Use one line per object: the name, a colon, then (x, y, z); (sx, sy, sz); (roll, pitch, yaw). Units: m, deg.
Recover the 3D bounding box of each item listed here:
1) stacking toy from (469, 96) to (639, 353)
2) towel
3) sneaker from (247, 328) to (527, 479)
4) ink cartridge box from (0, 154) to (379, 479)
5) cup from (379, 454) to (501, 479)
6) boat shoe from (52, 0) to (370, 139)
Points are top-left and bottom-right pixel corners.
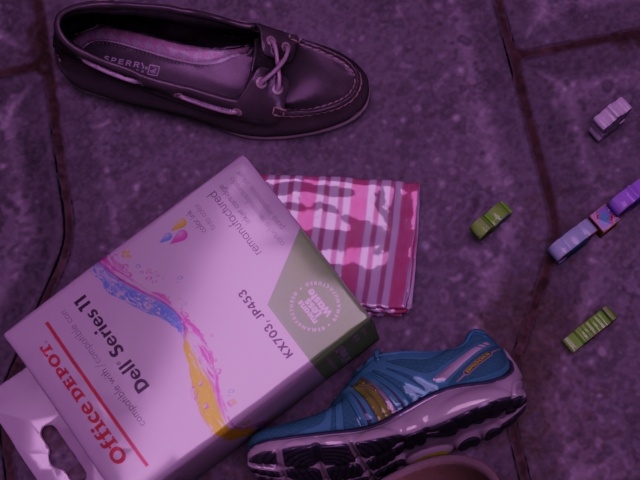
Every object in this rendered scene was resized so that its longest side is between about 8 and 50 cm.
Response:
stacking toy: (0.282, -0.020, 1.286); (0.221, 0.052, 0.167); (-38, 76, -9)
towel: (0.000, 0.000, 1.299); (0.197, 0.029, 0.144); (5, 73, 3)
sneaker: (0.058, 0.165, 1.228); (0.275, 0.107, 0.110); (-17, 54, -8)
ink cartridge box: (-0.146, 0.112, 1.209); (0.353, 0.119, 0.207); (-38, 76, -3)
cup: (0.101, 0.382, 1.060); (0.237, 0.331, 0.331); (45, 78, -14)
boat shoe: (-0.116, -0.179, 1.321); (0.335, 0.095, 0.112); (9, 74, 4)
